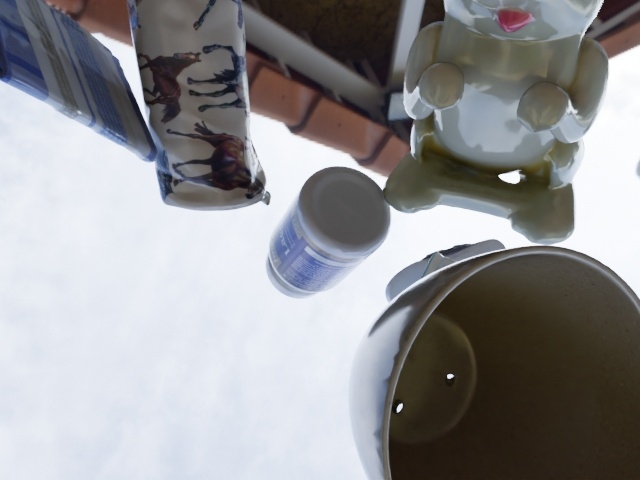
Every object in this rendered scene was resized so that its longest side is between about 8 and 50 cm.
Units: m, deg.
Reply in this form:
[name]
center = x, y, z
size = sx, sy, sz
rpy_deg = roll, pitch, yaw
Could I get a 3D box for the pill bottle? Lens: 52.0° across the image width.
[pill bottle]
center = 0.000, 0.000, 1.095
size = 0.153, 0.264, 0.153
rpy_deg = 8, -115, -17

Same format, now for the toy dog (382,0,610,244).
[toy dog]
center = 0.273, -0.253, 0.889
size = 0.285, 0.407, 0.395
rpy_deg = 23, -126, 24

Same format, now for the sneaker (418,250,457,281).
[sneaker]
center = 0.208, 0.115, 1.176
size = 0.092, 0.087, 0.228
rpy_deg = 26, -130, 10

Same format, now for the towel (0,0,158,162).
[towel]
center = -0.321, -0.218, 0.824
size = 0.034, 0.285, 0.209
rpy_deg = -31, -109, 11

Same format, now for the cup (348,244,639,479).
[cup]
center = 0.159, 0.168, 0.710
size = 0.331, 0.237, 0.330
rpy_deg = 0, -89, -23

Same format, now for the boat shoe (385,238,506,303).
[boat shoe]
center = 0.250, 0.070, 1.373
size = 0.301, 0.102, 0.108
rpy_deg = -23, -82, -25

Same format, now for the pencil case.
[pencil case]
center = -0.172, -0.241, 0.957
size = 0.184, 0.409, 0.160
rpy_deg = -10, -165, -16
